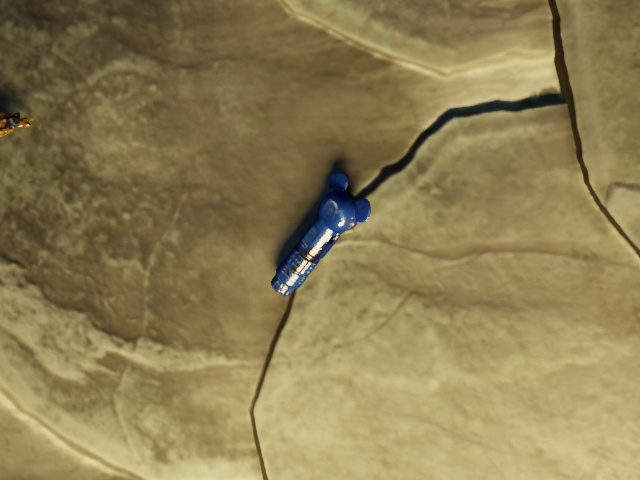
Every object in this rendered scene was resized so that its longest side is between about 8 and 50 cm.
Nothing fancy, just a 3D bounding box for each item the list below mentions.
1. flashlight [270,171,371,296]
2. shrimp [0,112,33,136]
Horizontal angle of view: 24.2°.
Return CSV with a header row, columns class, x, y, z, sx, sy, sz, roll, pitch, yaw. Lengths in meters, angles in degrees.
class,x,y,z,sx,sy,sz,roll,pitch,yaw
flashlight,0.000,0.000,1.313,0.121,0.035,0.057,-53,57,21
shrimp,-0.320,-0.084,1.402,0.127,0.025,0.091,-14,94,23
